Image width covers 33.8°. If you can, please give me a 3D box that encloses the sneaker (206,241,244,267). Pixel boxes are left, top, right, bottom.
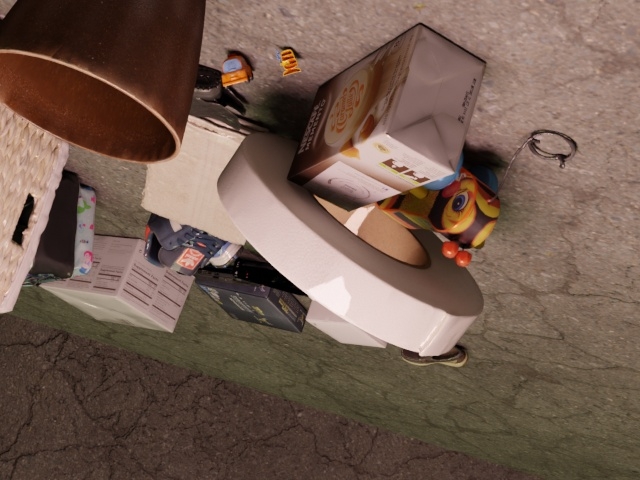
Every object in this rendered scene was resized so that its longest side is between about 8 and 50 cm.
[{"bbox_3d":[-0.231,0.003,2.058,0.211,0.080,0.081,-7,127,52],"label":"sneaker"}]

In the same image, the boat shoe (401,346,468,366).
[{"bbox_3d":[0.243,0.240,2.277,0.152,0.056,0.049,-1,149,26],"label":"boat shoe"}]

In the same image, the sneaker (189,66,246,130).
[{"bbox_3d":[-0.186,-0.203,1.429,0.170,0.051,0.089,14,157,5],"label":"sneaker"}]

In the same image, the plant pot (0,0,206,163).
[{"bbox_3d":[-0.204,-0.231,1.081,0.215,0.231,0.215,18,162,6],"label":"plant pot"}]

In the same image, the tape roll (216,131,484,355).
[{"bbox_3d":[0.043,-0.002,1.393,0.392,0.072,0.392,32,-163,-11],"label":"tape roll"}]

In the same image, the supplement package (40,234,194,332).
[{"bbox_3d":[-0.463,0.093,2.408,0.261,0.145,0.204,6,157,37],"label":"supplement package"}]

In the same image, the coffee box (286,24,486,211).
[{"bbox_3d":[0.070,-0.133,1.230,0.098,0.141,0.246,26,160,-21],"label":"coffee box"}]

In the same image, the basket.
[{"bbox_3d":[-0.653,-0.091,1.743,0.331,0.328,0.266,12,165,16],"label":"basket"}]

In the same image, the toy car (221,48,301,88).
[{"bbox_3d":[-0.074,-0.222,1.317,0.122,0.060,0.041,-10,105,26],"label":"toy car"}]

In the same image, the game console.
[{"bbox_3d":[-0.147,0.068,2.112,0.361,0.044,0.213,5,171,34],"label":"game console"}]

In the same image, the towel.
[{"bbox_3d":[-0.175,-0.105,1.609,0.187,0.049,0.282,21,145,-2],"label":"towel"}]

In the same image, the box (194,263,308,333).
[{"bbox_3d":[-0.149,0.128,2.330,0.183,0.059,0.233,10,160,22],"label":"box"}]

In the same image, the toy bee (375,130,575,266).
[{"bbox_3d":[0.161,-0.050,1.350,0.195,0.162,0.298,26,161,-13],"label":"toy bee"}]

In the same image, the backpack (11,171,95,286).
[{"bbox_3d":[-0.561,-0.019,2.042,0.253,0.225,0.191,-11,163,39],"label":"backpack"}]

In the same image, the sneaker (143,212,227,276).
[{"bbox_3d":[-0.201,-0.014,1.831,0.131,0.148,0.350,29,159,-26],"label":"sneaker"}]

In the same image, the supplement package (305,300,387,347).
[{"bbox_3d":[0.069,0.076,1.768,0.105,0.179,0.105,2,155,43],"label":"supplement package"}]

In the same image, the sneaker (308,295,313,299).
[{"bbox_3d":[0.000,0.000,1.584,0.118,0.110,0.292,12,-151,-35],"label":"sneaker"}]
